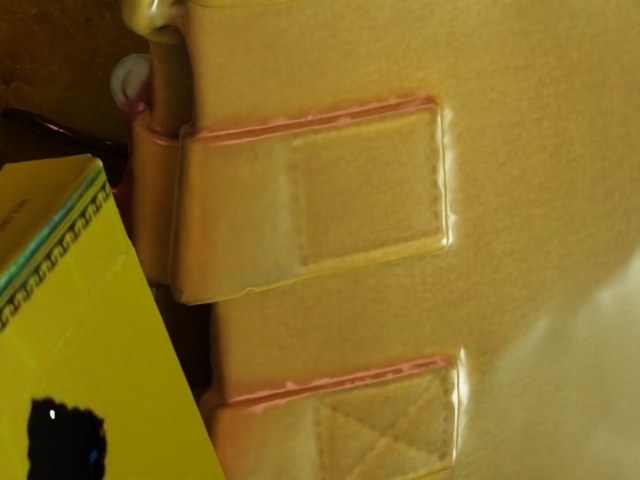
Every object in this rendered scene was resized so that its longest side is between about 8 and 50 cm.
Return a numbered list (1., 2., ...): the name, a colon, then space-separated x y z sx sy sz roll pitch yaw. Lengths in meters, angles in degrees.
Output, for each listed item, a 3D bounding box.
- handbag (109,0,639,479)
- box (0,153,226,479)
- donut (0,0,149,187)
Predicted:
1. handbag: 0.057 -0.047 0.669 0.283 0.401 0.133 -16 29 -27
2. box: -0.061 0.132 0.564 0.153 0.041 0.279 -58 135 -53
3. donut: -0.101 -0.122 0.776 0.272 0.107 0.272 11 57 -18
